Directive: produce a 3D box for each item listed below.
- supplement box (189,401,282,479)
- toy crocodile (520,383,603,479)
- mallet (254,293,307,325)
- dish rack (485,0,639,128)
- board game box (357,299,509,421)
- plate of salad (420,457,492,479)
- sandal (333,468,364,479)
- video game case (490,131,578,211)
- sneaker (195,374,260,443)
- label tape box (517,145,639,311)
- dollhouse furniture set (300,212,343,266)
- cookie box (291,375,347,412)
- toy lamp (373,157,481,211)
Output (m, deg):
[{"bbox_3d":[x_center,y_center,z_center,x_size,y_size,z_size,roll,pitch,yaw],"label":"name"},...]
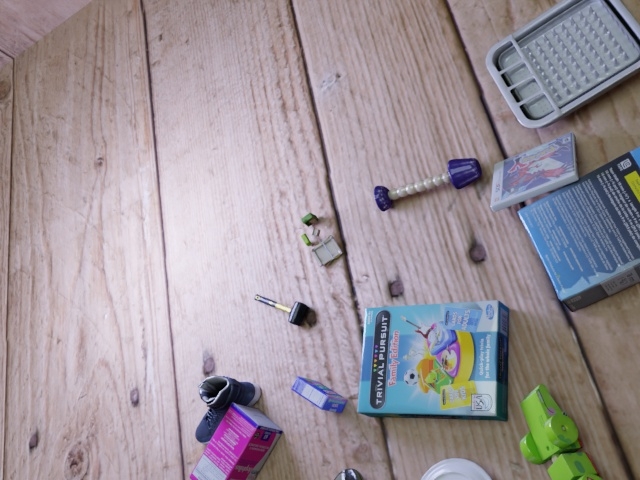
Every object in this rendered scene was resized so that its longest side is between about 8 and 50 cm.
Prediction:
[{"bbox_3d":[-0.214,0.540,1.882,0.114,0.111,0.220,31,90,38],"label":"supplement box"},{"bbox_3d":[0.491,0.445,1.458,0.115,0.105,0.341,117,145,-43],"label":"toy crocodile"},{"bbox_3d":[-0.109,0.170,2.021,0.189,0.039,0.062,26,87,42],"label":"mallet"},{"bbox_3d":[0.593,-0.430,1.780,0.332,0.072,0.286,-32,55,19],"label":"dish rack"},{"bbox_3d":[0.255,0.276,1.700,0.335,0.079,0.254,-7,66,31],"label":"board game box"},{"bbox_3d":[0.290,0.565,1.573,0.199,0.048,0.200,-18,57,31],"label":"plate of salad"},{"bbox_3d":[0.087,0.659,1.653,0.120,0.086,0.303,-28,42,28],"label":"sandal"},{"bbox_3d":[0.488,-0.158,1.700,0.201,0.023,0.183,-22,29,30],"label":"video game case"},{"bbox_3d":[-0.285,0.440,1.942,0.226,0.163,0.086,-46,54,11],"label":"sneaker"},{"bbox_3d":[0.623,-0.031,1.566,0.333,0.106,0.241,-30,56,20],"label":"label tape box"},{"bbox_3d":[0.000,0.000,2.026,0.076,0.058,0.152,-35,74,8],"label":"dollhouse furniture set"},{"bbox_3d":[-0.003,0.378,1.822,0.107,0.091,0.040,25,89,38],"label":"cookie box"},{"bbox_3d":[0.269,-0.144,1.871,0.274,0.080,0.080,-17,62,26],"label":"toy lamp"}]
